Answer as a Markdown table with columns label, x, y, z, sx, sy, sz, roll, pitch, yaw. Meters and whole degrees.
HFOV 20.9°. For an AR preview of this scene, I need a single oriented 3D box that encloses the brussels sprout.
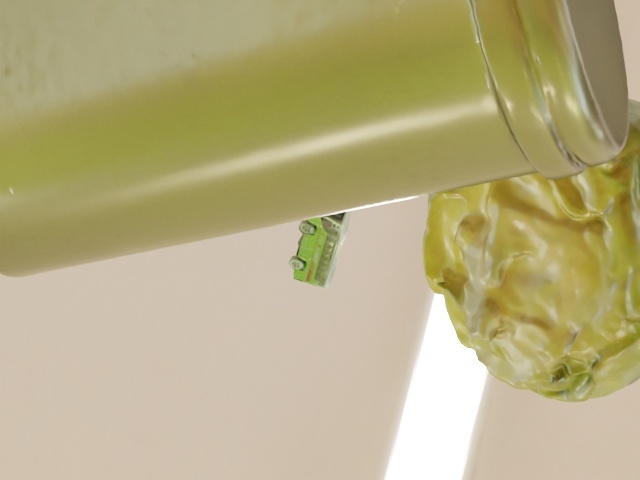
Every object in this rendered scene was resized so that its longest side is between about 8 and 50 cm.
| label | x | y | z | sx | sy | sz | roll | pitch | yaw |
| --- | --- | --- | --- | --- | --- | --- | --- | --- | --- |
| brussels sprout | 0.136 | -0.002 | 0.887 | 0.122 | 0.151 | 0.149 | -12 | -114 | -57 |

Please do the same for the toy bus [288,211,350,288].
| label | x | y | z | sx | sy | sz | roll | pitch | yaw |
| --- | --- | --- | --- | --- | --- | --- | --- | --- | --- |
| toy bus | 0.000 | 0.000 | 1.374 | 0.037 | 0.083 | 0.031 | 20 | -133 | 4 |

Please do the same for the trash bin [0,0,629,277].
| label | x | y | z | sx | sy | sz | roll | pitch | yaw |
| --- | --- | --- | --- | --- | --- | --- | --- | --- | --- |
| trash bin | -0.028 | -0.119 | 0.643 | 0.247 | 0.121 | 0.243 | -14 | -98 | 20 |
